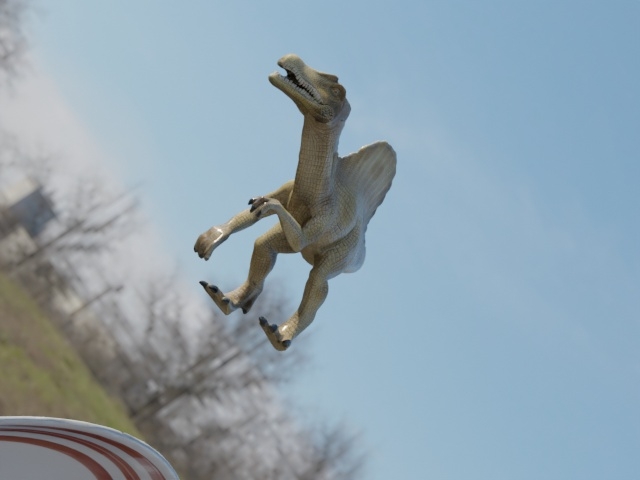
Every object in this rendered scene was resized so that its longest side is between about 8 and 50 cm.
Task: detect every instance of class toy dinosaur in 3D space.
[{"bbox_3d":[0.000,0.000,0.675,0.053,0.092,0.183,39,-15,23],"label":"toy dinosaur"}]

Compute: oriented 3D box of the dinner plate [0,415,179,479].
[{"bbox_3d":[-0.103,0.082,0.415,0.141,0.141,0.017,73,-5,-55],"label":"dinner plate"}]
